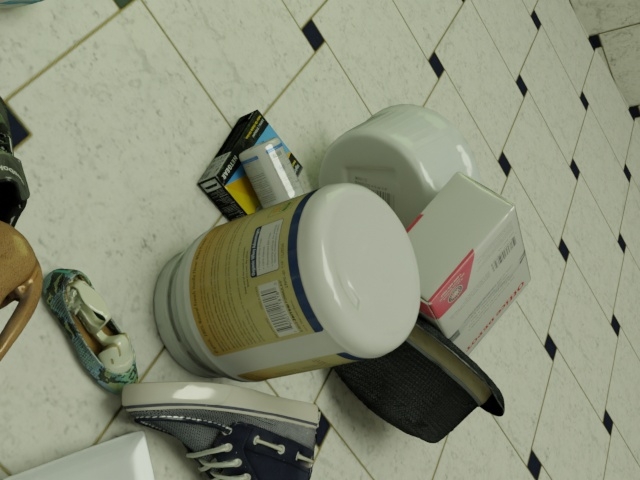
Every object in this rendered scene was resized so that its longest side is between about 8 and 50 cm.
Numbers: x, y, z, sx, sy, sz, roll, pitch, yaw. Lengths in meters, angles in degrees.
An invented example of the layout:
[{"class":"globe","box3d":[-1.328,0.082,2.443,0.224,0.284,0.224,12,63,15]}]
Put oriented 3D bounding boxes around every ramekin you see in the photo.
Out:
[{"class":"ramekin","box3d":[0.127,-0.087,1.514,0.135,0.277,0.277,-27,98,-45]}]

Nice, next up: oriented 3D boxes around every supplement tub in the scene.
[{"class":"supplement tub","box3d":[-0.074,-0.099,1.341,0.071,0.071,0.107,-37,107,-52]},{"class":"supplement tub","box3d":[-0.051,0.068,1.176,0.228,0.316,0.228,24,58,-45]}]

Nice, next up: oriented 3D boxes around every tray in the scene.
[{"class":"tray","box3d":[-0.268,0.312,0.988,0.270,0.030,0.145,1,74,-70]}]

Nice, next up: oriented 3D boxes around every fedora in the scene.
[{"class":"fedora","box3d":[0.139,0.225,1.451,0.152,0.334,0.334,-51,122,-10]}]

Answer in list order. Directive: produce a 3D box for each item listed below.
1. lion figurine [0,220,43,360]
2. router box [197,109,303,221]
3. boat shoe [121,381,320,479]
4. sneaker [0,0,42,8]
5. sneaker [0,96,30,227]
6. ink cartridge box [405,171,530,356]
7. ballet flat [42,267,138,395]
[{"class":"lion figurine","box3d":[-0.399,-0.018,0.870,0.392,0.142,0.240,48,46,-5]},{"class":"router box","box3d":[-0.108,-0.105,1.399,0.133,0.046,0.179,51,42,-26]},{"class":"boat shoe","box3d":[-0.123,0.282,1.158,0.340,0.127,0.158,21,64,-45]},{"class":"sneaker","box3d":[-0.424,-0.320,1.058,0.228,0.092,0.087,-9,84,-33]},{"class":"sneaker","box3d":[-0.375,-0.076,0.997,0.078,0.106,0.234,22,59,-47]},{"class":"ink cartridge box","box3d":[0.226,0.054,1.418,0.207,0.117,0.283,-48,149,-9]},{"class":"ballet flat","box3d":[-0.275,0.115,1.082,0.188,0.070,0.070,58,39,-19]}]
